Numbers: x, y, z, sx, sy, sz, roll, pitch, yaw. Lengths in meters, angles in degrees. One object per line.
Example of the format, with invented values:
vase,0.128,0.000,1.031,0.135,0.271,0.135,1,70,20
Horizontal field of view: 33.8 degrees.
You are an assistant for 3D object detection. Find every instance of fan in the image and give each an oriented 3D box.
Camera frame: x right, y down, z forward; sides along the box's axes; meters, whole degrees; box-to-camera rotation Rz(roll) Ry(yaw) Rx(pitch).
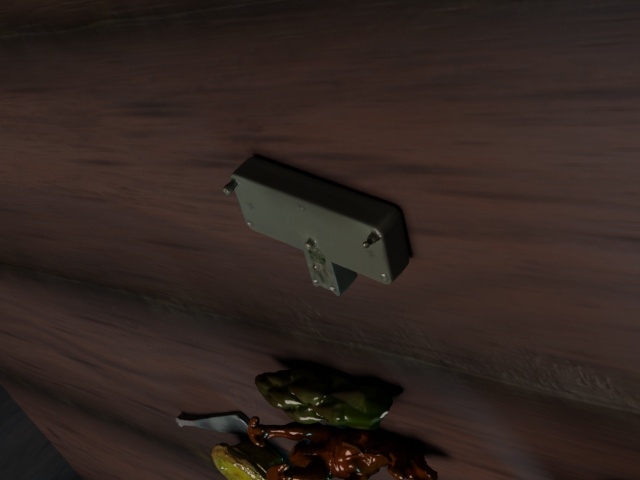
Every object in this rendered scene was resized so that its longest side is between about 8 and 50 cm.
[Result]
fan,-0.202,0.333,1.950,0.057,0.023,0.282,52,150,-20

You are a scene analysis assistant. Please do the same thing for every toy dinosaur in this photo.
toy dinosaur,-0.014,0.310,1.549,0.208,0.097,0.432,8,173,-32

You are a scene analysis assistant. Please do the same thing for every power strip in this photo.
power strip,0.000,0.000,1.172,0.215,0.061,0.145,22,145,35

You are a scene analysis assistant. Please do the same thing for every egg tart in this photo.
egg tart,-0.109,0.419,1.890,0.191,0.074,0.191,31,151,19

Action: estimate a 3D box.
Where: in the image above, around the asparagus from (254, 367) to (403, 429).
asparagus,0.004,0.221,1.464,0.287,0.080,0.080,7,136,44
